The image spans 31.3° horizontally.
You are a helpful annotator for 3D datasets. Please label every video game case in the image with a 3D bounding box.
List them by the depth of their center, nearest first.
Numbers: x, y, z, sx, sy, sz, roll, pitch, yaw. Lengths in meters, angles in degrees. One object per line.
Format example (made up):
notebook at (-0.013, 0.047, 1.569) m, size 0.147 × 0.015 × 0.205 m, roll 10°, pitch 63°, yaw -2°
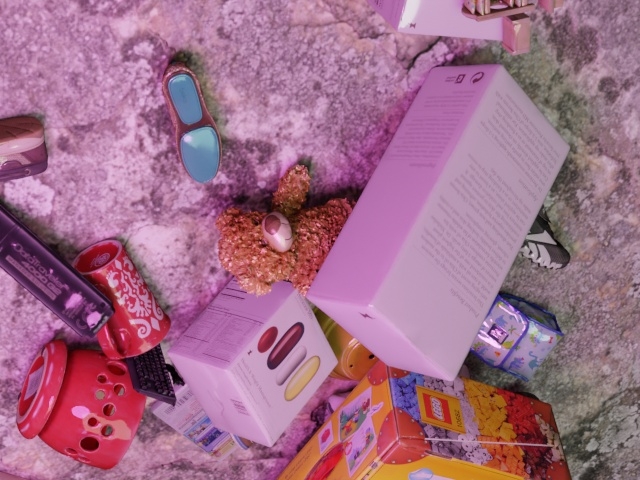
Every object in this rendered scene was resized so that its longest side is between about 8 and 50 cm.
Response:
video game case at (-0.170, 0.292, 2.097) m, size 0.212 × 0.023 × 0.193 m, roll -41°, pitch 125°, yaw 6°

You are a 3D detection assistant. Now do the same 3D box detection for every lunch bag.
lunch bag at (0.365, 0.180, 2.184) m, size 0.151 × 0.096 × 0.129 m, roll 27°, pitch 112°, yaw -16°

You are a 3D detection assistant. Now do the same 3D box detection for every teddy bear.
teddy bear at (0.000, 0.000, 1.862) m, size 0.338 × 0.113 × 0.245 m, roll 18°, pitch 68°, yaw -29°

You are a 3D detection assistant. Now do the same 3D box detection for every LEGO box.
LEGO box at (0.155, 0.472, 2.102) m, size 0.372 × 0.193 × 0.500 m, roll 20°, pitch 128°, yaw -23°

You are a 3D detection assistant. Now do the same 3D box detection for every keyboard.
keyboard at (-0.276, 0.209, 1.911) m, size 0.108 × 0.180 × 0.023 m, roll 26°, pitch 110°, yaw -31°

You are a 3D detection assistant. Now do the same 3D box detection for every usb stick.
usb stick at (-0.438, 0.039, 1.758) m, size 0.278 × 0.045 × 0.077 m, roll 42°, pitch 94°, yaw -4°

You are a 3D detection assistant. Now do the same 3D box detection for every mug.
mug at (-0.324, 0.099, 1.852) m, size 0.113 × 0.150 × 0.169 m, roll -26°, pitch 121°, yaw -6°

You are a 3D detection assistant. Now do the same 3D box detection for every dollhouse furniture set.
dollhouse furniture set at (0.267, -0.326, 1.611) m, size 0.101 × 0.161 × 0.182 m, roll -14°, pitch 123°, yaw -11°

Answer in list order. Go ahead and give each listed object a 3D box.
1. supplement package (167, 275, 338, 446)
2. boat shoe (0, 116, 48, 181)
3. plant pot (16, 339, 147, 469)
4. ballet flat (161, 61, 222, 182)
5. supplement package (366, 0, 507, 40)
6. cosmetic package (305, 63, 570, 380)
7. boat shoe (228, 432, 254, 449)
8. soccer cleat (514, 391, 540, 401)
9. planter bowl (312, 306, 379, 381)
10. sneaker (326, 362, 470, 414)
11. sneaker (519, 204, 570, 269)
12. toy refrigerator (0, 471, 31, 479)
supplement package at (-0.110, 0.198, 1.930) m, size 0.203 × 0.149 × 0.194 m, roll -50°, pitch 131°, yaw -30°
boat shoe at (-0.539, -0.101, 1.677) m, size 0.285 × 0.103 × 0.092 m, roll -19°, pitch 120°, yaw -15°
plant pot at (-0.402, 0.270, 1.900) m, size 0.174 × 0.191 × 0.191 m, roll 20°, pitch 112°, yaw -24°
ballet flat at (-0.198, -0.187, 1.765) m, size 0.073 × 0.067 × 0.206 m, roll -13°, pitch 126°, yaw -7°
supplement package at (0.209, -0.449, 1.703) m, size 0.204 × 0.145 × 0.262 m, roll 1°, pitch 120°, yaw -20°
cosmetic package at (0.195, -0.034, 1.820) m, size 0.230 × 0.161 × 0.453 m, roll 42°, pitch 68°, yaw -34°
boat shoe at (-0.150, 0.303, 2.055) m, size 0.066 × 0.066 × 0.183 m, roll -27°, pitch 125°, yaw -5°
soccer cleat at (0.332, 0.427, 2.321) m, size 0.318 × 0.108 × 0.116 m, roll -43°, pitch 136°, yaw 12°
planter bowl at (0.081, 0.190, 2.084) m, size 0.217 × 0.090 × 0.217 m, roll -9°, pitch 123°, yaw -15°
sneaker at (0.152, 0.290, 2.181) m, size 0.297 × 0.111 × 0.129 m, roll -2°, pitch 99°, yaw -18°
sneaker at (0.385, -0.024, 2.068) m, size 0.234 × 0.078 × 0.106 m, roll 26°, pitch 111°, yaw -29°
toy refrigerator at (-0.594, 0.464, 2.011) m, size 0.269 × 0.094 × 0.102 m, roll 24°, pitch 103°, yaw -31°
